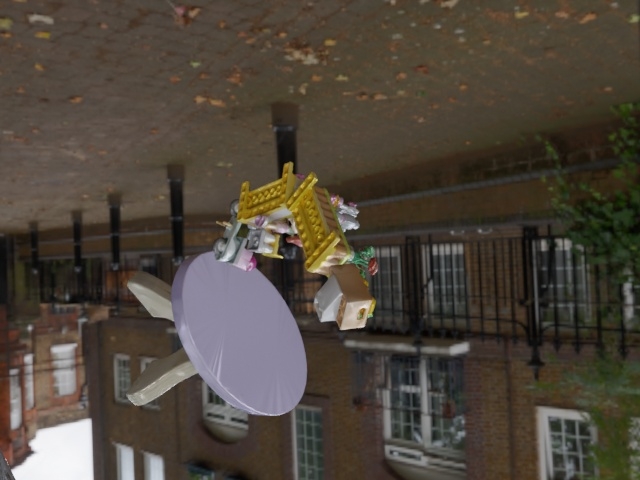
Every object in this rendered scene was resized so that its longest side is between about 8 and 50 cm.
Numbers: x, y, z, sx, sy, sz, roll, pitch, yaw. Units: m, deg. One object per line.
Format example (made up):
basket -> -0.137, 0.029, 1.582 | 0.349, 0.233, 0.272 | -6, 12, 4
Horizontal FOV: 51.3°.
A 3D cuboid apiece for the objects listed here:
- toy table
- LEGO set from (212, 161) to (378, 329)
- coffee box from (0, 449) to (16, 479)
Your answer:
toy table -> -0.159, 0.145, 0.989 | 0.161, 0.274, 0.252 | -11, -159, 40
LEGO set -> 0.000, 0.000, 0.692 | 0.107, 0.132, 0.287 | 19, -179, -35
coffee box -> -0.344, 0.193, 0.538 | 0.141, 0.246, 0.098 | -19, -144, -20
